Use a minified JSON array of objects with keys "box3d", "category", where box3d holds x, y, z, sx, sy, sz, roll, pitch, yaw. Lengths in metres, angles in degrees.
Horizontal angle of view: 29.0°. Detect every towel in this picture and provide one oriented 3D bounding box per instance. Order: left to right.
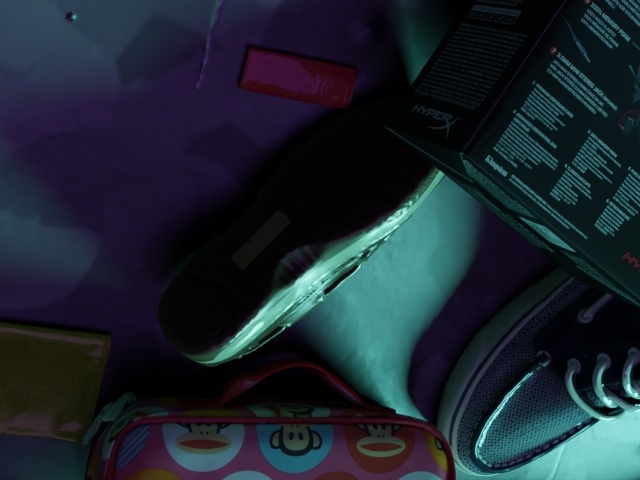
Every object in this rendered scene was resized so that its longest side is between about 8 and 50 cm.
[{"box3d":[-0.281,0.100,0.917,0.237,0.021,0.102,9,117,-21],"category":"towel"}]

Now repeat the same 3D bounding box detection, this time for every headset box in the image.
[{"box3d":[0.220,-0.130,0.841,0.218,0.110,0.293,35,88,-30],"category":"headset box"}]

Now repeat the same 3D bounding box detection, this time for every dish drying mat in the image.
[{"box3d":[-0.015,-0.115,0.876,0.083,0.008,0.032,9,115,-19],"category":"dish drying mat"}]

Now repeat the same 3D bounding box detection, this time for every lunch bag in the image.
[{"box3d":[-0.040,0.220,0.965,0.293,0.120,0.258,6,86,-19],"category":"lunch bag"}]

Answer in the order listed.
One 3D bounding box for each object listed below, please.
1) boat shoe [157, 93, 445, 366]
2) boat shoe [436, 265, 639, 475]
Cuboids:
[{"box3d":[-0.005,-0.006,0.910,0.257,0.095,0.095,-37,157,-1],"category":"boat shoe"},{"box3d":[0.237,0.093,0.978,0.127,0.158,0.340,32,106,-28],"category":"boat shoe"}]
